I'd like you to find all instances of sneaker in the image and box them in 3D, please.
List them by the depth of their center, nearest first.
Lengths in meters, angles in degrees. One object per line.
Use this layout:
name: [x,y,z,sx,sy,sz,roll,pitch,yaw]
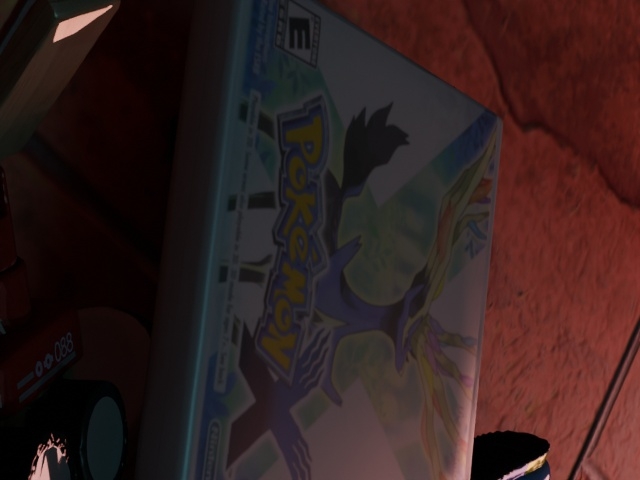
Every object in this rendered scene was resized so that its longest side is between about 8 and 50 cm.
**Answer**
sneaker: [0.088,0.192,1.303,0.209,0.069,0.082,-13,112,-49]

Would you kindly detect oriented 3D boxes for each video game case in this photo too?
video game case: [0.010,0.049,1.050,0.300,0.036,0.329,23,69,-56]

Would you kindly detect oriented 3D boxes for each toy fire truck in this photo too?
toy fire truck: [-0.164,0.023,0.818,0.217,0.158,0.246,-44,131,-66]

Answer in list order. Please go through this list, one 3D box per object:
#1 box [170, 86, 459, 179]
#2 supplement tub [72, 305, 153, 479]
box: [0.000,0.000,1.161,0.220,0.051,0.175,-13,108,-49]
supplement tub: [-0.090,0.131,1.033,0.117,0.117,0.190,-59,137,-23]
